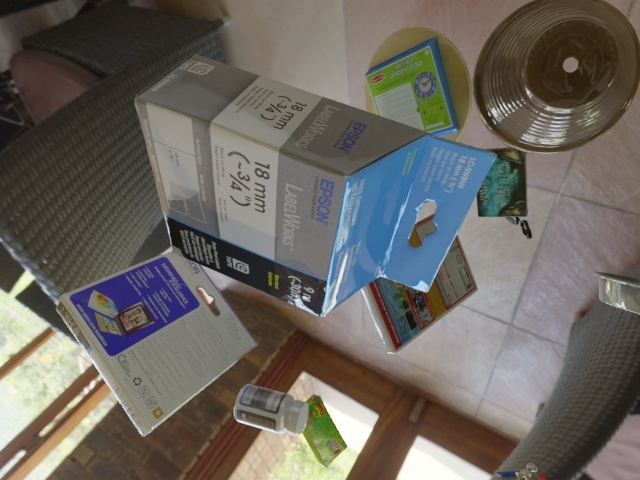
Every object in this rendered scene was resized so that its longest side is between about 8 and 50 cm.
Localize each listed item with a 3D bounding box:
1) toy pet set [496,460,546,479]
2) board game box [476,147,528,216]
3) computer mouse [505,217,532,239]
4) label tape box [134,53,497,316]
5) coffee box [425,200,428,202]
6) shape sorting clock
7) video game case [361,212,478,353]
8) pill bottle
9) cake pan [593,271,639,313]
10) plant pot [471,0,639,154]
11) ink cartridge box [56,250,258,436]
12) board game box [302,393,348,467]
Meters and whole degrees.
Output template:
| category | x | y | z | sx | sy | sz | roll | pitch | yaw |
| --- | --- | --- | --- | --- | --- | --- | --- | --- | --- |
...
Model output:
| category | x | y | z | sx | sy | sz | roll | pitch | yaw |
| --- | --- | --- | --- | --- | --- | --- | --- | --- | --- |
| toy pet set | 0.428 | 0.497 | 0.879 | 0.114 | 0.065 | 0.122 | -28 | 99 | 37 |
| board game box | 0.475 | -0.151 | 1.147 | 0.126 | 0.026 | 0.186 | 2 | 117 | 32 |
| computer mouse | 0.724 | -0.069 | 1.613 | 0.041 | 0.242 | 0.071 | -10 | 115 | 9 |
| label tape box | -0.018 | -0.033 | 0.493 | 0.334 | 0.106 | 0.240 | 22 | 141 | 11 |
| coffee box | 0.198 | -0.125 | 0.982 | 0.184 | 0.113 | 0.040 | 28 | 140 | 62 |
| shape sorting clock | 0.151 | -0.231 | 0.703 | 0.206 | 0.040 | 0.206 | 32 | 138 | 35 |
| video game case | 0.205 | 0.074 | 0.905 | 0.025 | 0.285 | 0.204 | -13 | 102 | 57 |
| pill bottle | -0.099 | 0.347 | 0.890 | 0.137 | 0.078 | 0.078 | 8 | 138 | 18 |
| cake pan | 0.660 | 0.116 | 0.794 | 0.293 | 0.293 | 0.054 | 13 | 96 | 34 |
| plant pot | 0.353 | -0.247 | 0.643 | 0.238 | 0.110 | 0.237 | 3 | 101 | 13 |
| ink cartridge box | -0.223 | 0.128 | 0.631 | 0.045 | 0.208 | 0.206 | -40 | 84 | 38 |
| board game box | -0.003 | 0.563 | 1.293 | 0.043 | 0.092 | 0.181 | -18 | 102 | 59 |
